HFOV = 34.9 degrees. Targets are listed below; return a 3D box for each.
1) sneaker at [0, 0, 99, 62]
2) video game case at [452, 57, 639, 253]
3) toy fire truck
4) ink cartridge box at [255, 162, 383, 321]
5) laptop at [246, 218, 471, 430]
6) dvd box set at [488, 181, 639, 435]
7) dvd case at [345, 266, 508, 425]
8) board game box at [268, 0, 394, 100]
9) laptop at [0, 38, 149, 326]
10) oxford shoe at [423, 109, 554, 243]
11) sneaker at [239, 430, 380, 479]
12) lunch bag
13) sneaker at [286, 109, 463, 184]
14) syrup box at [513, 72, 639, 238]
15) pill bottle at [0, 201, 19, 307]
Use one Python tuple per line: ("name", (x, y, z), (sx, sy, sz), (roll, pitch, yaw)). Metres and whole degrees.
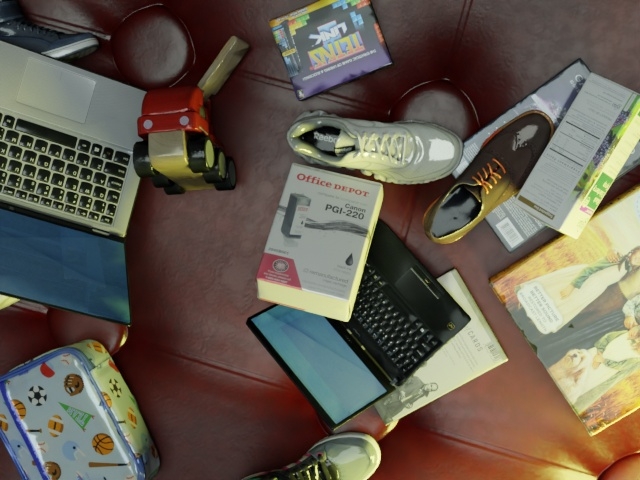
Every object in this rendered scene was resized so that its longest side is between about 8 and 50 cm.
("sneaker", (-0.497, -0.372, 1.726), (0.226, 0.086, 0.164), (-9, 97, 10))
("video game case", (0.364, -0.136, 1.656), (0.274, 0.026, 0.196), (-36, 90, 9))
("toy fire truck", (-0.199, -0.213, 1.646), (0.158, 0.217, 0.247), (-5, 81, 9))
("ink cartridge box", (0.000, 0.000, 1.641), (0.158, 0.092, 0.218), (14, 65, 6))
("laptop", (0.061, 0.128, 1.642), (0.264, 0.136, 0.234), (-44, 73, 10))
("dvd box set", (0.529, 0.078, 1.635), (0.420, 0.062, 0.308), (-33, 91, 10))
("dvd case", (0.168, 0.180, 1.714), (0.238, 0.029, 0.179), (-30, 91, 10))
("board game box", (0.018, -0.325, 1.675), (0.170, 0.048, 0.141), (-21, 91, 10))
("laptop", (-0.442, -0.113, 1.547), (0.381, 0.236, 0.408), (18, 79, -23))
("oxford shoe", (0.270, -0.094, 1.611), (0.097, 0.098, 0.271), (41, 100, 3))
("sneaker", (-0.043, 0.418, 1.694), (0.295, 0.178, 0.124), (-27, 91, 10))
("lunch bag", (-0.436, 0.343, 1.780), (0.243, 0.115, 0.304), (-24, 91, 12))
("sneaker", (0.083, -0.150, 1.644), (0.292, 0.118, 0.110), (6, 95, 10))
("syrup box", (0.408, -0.128, 1.575), (0.096, 0.093, 0.237), (34, 100, 32))
("pill bottle", (-0.575, -0.061, 1.717), (0.187, 0.188, 0.334), (-32, 90, 10))
